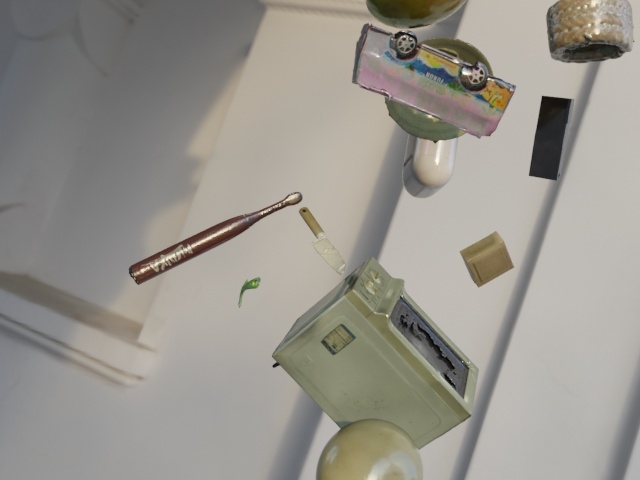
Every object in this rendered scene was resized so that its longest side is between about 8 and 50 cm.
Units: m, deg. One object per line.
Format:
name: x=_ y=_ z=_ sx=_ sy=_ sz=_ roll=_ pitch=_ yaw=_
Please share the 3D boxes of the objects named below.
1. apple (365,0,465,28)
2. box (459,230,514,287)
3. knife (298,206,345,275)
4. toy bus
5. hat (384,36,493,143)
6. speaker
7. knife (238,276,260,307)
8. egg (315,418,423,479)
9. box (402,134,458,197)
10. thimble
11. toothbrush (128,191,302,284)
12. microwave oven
apple: x=0.202 y=-0.660 z=1.687 sx=0.338 sy=0.305 sz=0.338 roll=47 pitch=17 yaw=-19
box: x=0.309 y=0.037 z=1.369 sx=0.083 sy=0.079 sz=0.035 roll=59 pitch=3 yaw=-40
knife: x=0.000 y=0.002 z=1.803 sx=0.298 sy=0.047 sz=0.017 roll=-125 pitch=-158 yaw=-49
toy bus: x=0.211 y=-0.313 z=1.450 sx=0.316 sy=0.138 sz=0.112 roll=20 pitch=11 yaw=-7
hat: x=0.267 y=-0.359 z=1.694 sx=0.252 sy=0.252 sz=0.110 roll=22 pitch=33 yaw=-13
speaker: x=0.620 y=-0.274 z=1.990 sx=0.082 sy=0.218 sz=0.044 roll=12 pitch=15 yaw=28
knife: x=-0.180 y=0.120 z=1.845 sx=0.022 sy=0.078 sz=0.166 roll=15 pitch=-18 yaw=-15
egg: x=0.090 y=0.411 z=1.311 sx=0.186 sy=0.186 sz=0.241 roll=18 pitch=11 yaw=22
box: x=0.365 y=-0.322 z=2.433 sx=0.141 sy=0.349 sz=0.289 roll=11 pitch=-9 yaw=-5
thimble: x=0.737 y=-0.576 z=2.038 sx=0.229 sy=0.148 sz=0.196 roll=3 pitch=-7 yaw=-28
toothbrush: x=-0.195 y=-0.012 z=1.422 sx=0.041 sy=0.364 sz=0.041 roll=57 pitch=-14 yaw=23
microwave oven: x=0.125 y=0.259 z=1.599 sx=0.355 sy=0.286 sz=0.218 roll=46 pitch=26 yaw=-3
